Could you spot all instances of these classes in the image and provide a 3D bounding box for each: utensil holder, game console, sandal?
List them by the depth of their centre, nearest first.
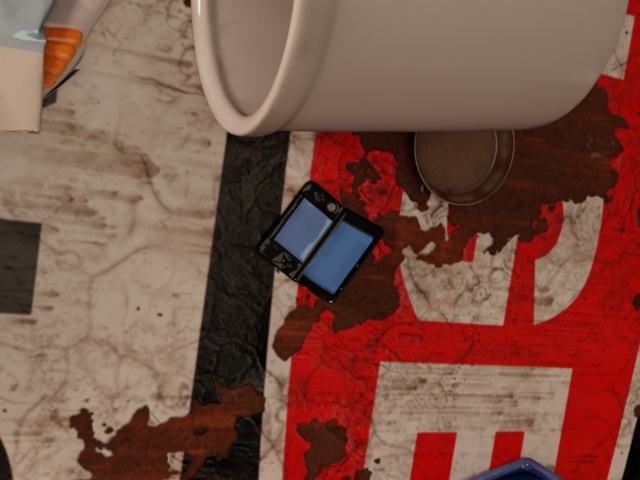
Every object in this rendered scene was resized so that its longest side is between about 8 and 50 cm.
[{"bbox_3d":[-0.292,-0.217,0.766,0.102,0.076,0.265,32,63,-3],"label":"sandal"},{"bbox_3d":[0.086,-0.274,0.790,0.386,0.328,0.327,-2,98,-26],"label":"utensil holder"},{"bbox_3d":[0.000,0.000,0.925,0.107,0.071,0.122,40,80,-23],"label":"game console"}]

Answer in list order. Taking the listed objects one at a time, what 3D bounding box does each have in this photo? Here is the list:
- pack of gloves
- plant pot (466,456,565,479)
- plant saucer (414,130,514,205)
[{"bbox_3d":[-0.357,-0.222,0.679,0.195,0.046,0.232,5,67,-14],"label":"pack of gloves"},{"bbox_3d":[0.292,0.491,1.040,0.236,0.236,0.212,-14,109,-22],"label":"plant pot"},{"bbox_3d":[0.200,-0.134,1.017,0.169,0.029,0.168,-3,98,-24],"label":"plant saucer"}]
